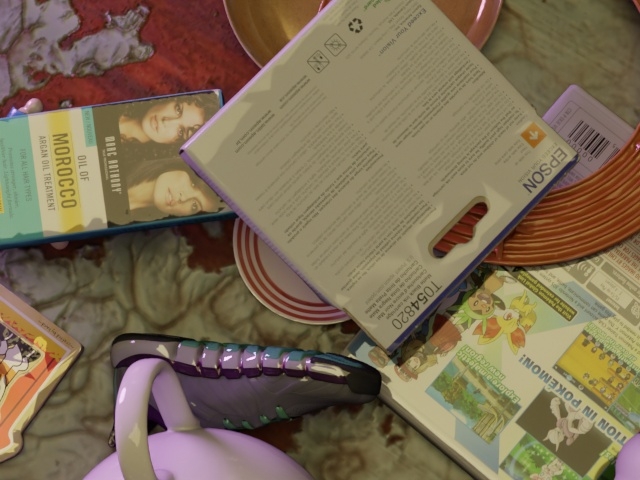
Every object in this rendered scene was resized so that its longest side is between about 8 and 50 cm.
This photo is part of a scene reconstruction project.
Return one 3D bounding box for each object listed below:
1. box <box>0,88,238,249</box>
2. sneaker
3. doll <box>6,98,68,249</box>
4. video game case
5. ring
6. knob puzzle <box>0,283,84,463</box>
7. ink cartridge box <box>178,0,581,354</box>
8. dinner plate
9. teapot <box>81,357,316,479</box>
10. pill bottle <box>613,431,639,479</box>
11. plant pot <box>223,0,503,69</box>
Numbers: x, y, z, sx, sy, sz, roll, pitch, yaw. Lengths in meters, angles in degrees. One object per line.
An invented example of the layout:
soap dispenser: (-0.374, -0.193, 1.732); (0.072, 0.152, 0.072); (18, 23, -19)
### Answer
box: (-0.190, -0.052, 1.439); (0.244, 0.060, 0.100); (-8, 88, -1)
sneaker: (-0.060, 0.128, 1.422); (0.223, 0.083, 0.098); (5, 88, 23)
doll: (-0.214, -0.054, 1.493); (0.189, 0.046, 0.129); (-8, 77, 1)
video game case: (0.232, 0.087, 1.444); (0.329, 0.036, 0.300); (40, 81, 10)
ring: (0.158, -0.144, 1.470); (0.336, 0.032, 0.337); (-1, 76, 4)
knob puzzle: (-0.316, 0.111, 1.466); (0.213, 0.030, 0.213); (-1, 76, 2)
ink cartridge box: (0.046, -0.065, 1.406); (0.223, 0.045, 0.224); (-44, 94, -8)
dinner plate: (0.000, 0.000, 1.485); (0.141, 0.017, 0.141); (-1, 76, 3)
teapot: (-0.098, 0.254, 1.312); (0.256, 0.187, 0.252); (39, 98, 6)
pill bottle: (0.309, 0.178, 1.323); (0.264, 0.153, 0.153); (-32, 77, -5)
plant pot: (0.036, -0.218, 1.530); (0.236, 0.032, 0.236); (-1, 76, 3)
